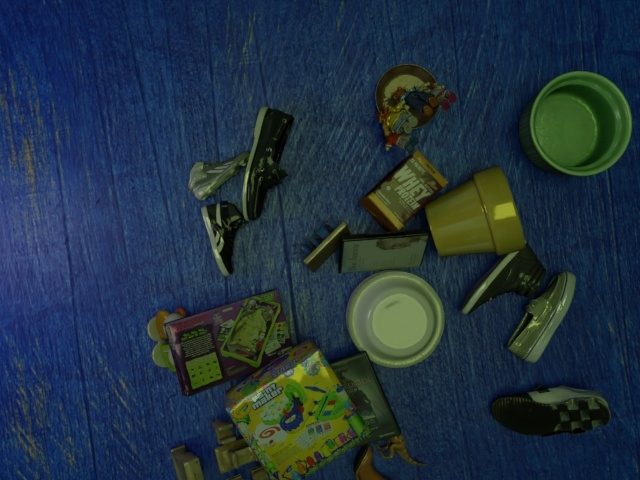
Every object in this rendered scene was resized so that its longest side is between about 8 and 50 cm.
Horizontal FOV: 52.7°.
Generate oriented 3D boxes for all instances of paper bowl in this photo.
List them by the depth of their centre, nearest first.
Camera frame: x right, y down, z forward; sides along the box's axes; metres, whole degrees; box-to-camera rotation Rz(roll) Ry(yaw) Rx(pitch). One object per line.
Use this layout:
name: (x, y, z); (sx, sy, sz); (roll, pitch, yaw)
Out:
paper bowl: (0.220, 0.230, 1.890); (0.284, 0.148, 0.284); (0, 91, -4)

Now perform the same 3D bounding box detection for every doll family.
doll family: (0.251, -0.382, 1.858); (0.263, 0.163, 0.118); (-48, 125, -3)

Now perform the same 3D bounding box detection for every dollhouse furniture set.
dollhouse furniture set: (-0.290, 0.632, 1.879); (0.242, 0.161, 0.212); (-14, 91, -26)

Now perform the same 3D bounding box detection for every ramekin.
ramekin: (0.746, -0.336, 1.927); (0.303, 0.148, 0.303); (0, 90, -4)

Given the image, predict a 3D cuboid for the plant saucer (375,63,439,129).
plant saucer: (0.261, -0.430, 1.949); (0.199, 0.036, 0.198); (0, 89, -4)

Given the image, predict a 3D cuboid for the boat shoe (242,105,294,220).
boat shoe: (-0.145, -0.217, 1.874); (0.113, 0.127, 0.340); (10, 80, 8)

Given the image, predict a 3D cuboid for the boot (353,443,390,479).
boot: (0.168, 0.711, 1.924); (0.152, 0.073, 0.197); (17, 100, -3)

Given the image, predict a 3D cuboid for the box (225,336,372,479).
box: (-0.064, 0.469, 1.768); (0.290, 0.177, 0.279); (-31, 97, -5)

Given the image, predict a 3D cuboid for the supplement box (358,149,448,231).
supplement box: (0.234, -0.138, 1.868); (0.194, 0.191, 0.129); (-44, 92, -4)

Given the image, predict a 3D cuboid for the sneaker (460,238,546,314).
sneaker: (0.558, 0.143, 1.933); (0.147, 0.104, 0.296); (44, 83, 2)

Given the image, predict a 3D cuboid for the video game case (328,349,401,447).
video game case: (0.095, 0.472, 1.891); (0.196, 0.026, 0.274); (-21, 100, 17)

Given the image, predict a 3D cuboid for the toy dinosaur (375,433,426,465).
toy dinosaur: (0.230, 0.614, 1.931); (0.112, 0.064, 0.211); (-26, 92, -5)

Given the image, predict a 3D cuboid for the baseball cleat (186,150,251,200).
baseball cleat: (-0.304, -0.212, 1.890); (0.206, 0.072, 0.109); (-43, 86, -7)

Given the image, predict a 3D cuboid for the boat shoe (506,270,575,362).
boat shoe: (0.665, 0.222, 1.943); (0.094, 0.109, 0.302); (26, 91, -2)

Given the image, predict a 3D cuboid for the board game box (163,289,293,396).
board game box: (-0.250, 0.282, 1.827); (0.347, 0.056, 0.208); (-15, 95, -32)

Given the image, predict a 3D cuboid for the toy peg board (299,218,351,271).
toy peg board: (0.000, 0.000, 1.875); (0.161, 0.160, 0.079); (-45, 77, -3)

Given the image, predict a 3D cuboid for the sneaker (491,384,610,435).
sneaker: (0.688, 0.502, 1.946); (0.331, 0.146, 0.122); (-4, 100, 20)

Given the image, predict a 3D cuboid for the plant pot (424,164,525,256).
plant pot: (0.438, -0.061, 1.871); (0.239, 0.254, 0.254); (-18, 91, 12)

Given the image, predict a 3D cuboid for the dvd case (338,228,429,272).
dvd case: (0.181, 0.033, 1.880); (0.253, 0.180, 0.022); (-4, 57, -4)

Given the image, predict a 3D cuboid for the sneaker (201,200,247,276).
sneaker: (-0.261, -0.012, 1.887); (0.121, 0.079, 0.216); (-18, 90, -3)

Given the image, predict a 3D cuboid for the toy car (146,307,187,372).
toy car: (-0.406, 0.283, 1.859); (0.136, 0.159, 0.182); (-10, 88, -42)

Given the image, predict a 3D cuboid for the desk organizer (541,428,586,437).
desk organizer: (0.737, 0.571, 1.973); (0.130, 0.050, 0.047); (-9, 90, -4)
